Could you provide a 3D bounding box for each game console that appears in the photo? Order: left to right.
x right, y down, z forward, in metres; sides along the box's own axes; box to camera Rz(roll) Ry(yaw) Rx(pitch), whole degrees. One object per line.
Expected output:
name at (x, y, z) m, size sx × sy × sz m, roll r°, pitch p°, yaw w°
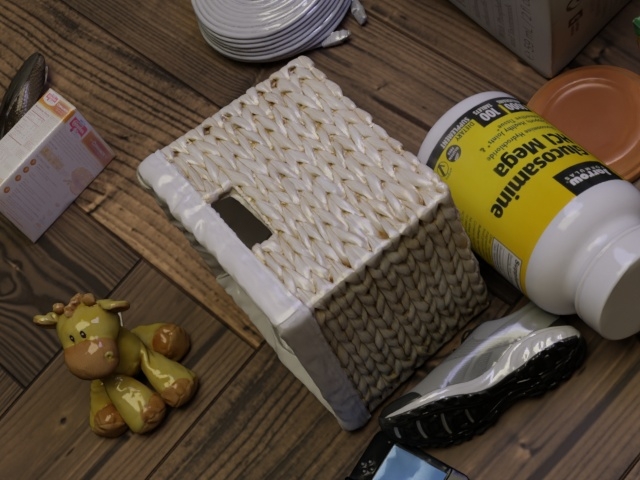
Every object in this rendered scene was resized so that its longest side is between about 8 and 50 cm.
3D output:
game console at (0.089, 0.300, 1.699) m, size 0.144 × 0.085 × 0.124 m, roll 26°, pitch 75°, yaw 29°

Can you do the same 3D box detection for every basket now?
basket at (0.000, 0.000, 1.750) m, size 0.266 × 0.331 × 0.328 m, roll -40°, pitch 57°, yaw -6°

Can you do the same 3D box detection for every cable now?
cable at (-0.077, -0.388, 2.124) m, size 0.257 × 0.089 × 0.257 m, roll -21°, pitch 58°, yaw 9°

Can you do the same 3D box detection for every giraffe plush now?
giraffe plush at (-0.285, 0.143, 1.873) m, size 0.181 × 0.170 × 0.210 m, roll -36°, pitch 57°, yaw 0°

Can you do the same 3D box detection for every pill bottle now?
pill bottle at (0.282, -0.030, 1.725) m, size 0.188 × 0.188 × 0.334 m, roll -43°, pitch 52°, yaw -5°

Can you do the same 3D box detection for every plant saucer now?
plant saucer at (0.361, -0.155, 1.867) m, size 0.200 × 0.037 × 0.200 m, roll -9°, pitch 60°, yaw 16°

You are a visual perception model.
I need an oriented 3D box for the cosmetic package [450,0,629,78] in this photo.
cosmetic package at (0.270, -0.502, 1.873) m, size 0.327 × 0.329 × 0.393 m, roll -45°, pitch 69°, yaw -6°

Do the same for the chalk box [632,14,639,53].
chalk box at (0.523, -0.224, 1.785) m, size 0.132 × 0.132 × 0.213 m, roll -38°, pitch 57°, yaw -1°

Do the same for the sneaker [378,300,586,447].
sneaker at (0.192, 0.166, 1.734) m, size 0.271 × 0.100 × 0.108 m, roll -28°, pitch 48°, yaw -3°

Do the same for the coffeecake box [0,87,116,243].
coffeecake box at (-0.414, -0.110, 2.072) m, size 0.068 × 0.142 × 0.185 m, roll 37°, pitch 80°, yaw 31°

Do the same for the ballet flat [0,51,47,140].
ballet flat at (-0.473, -0.186, 2.193) m, size 0.084 × 0.058 × 0.250 m, roll -28°, pitch 42°, yaw 48°
